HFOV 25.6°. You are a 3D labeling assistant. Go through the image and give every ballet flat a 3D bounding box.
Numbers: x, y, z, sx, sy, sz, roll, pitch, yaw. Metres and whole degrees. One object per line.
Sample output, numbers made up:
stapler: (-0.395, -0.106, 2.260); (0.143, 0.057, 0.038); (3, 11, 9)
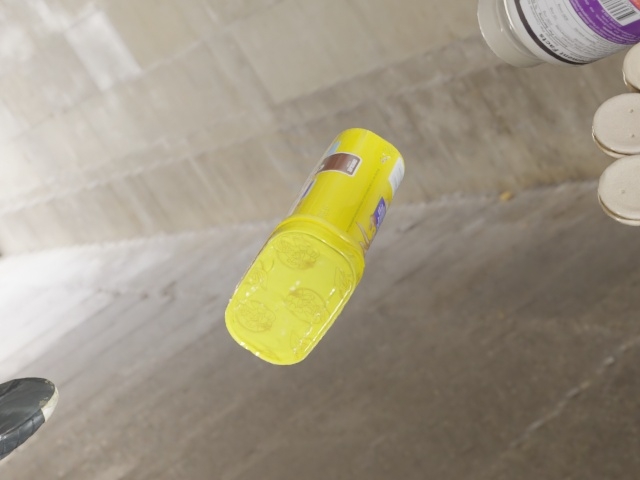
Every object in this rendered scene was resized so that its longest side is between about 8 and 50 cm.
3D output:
ballet flat: (-0.253, 0.155, 0.978); (0.173, 0.049, 0.057); (-38, 43, -19)

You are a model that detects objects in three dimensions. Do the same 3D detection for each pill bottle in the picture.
pill bottle: (0.203, -0.190, 1.038); (0.108, 0.108, 0.193); (-39, 11, -29)

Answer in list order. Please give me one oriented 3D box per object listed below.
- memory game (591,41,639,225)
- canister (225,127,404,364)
memory game: (0.215, -0.043, 0.639); (0.186, 0.012, 0.186); (-6, 54, 8)
canister: (0.000, 0.000, 1.093); (0.126, 0.073, 0.170); (-56, 3, 36)
